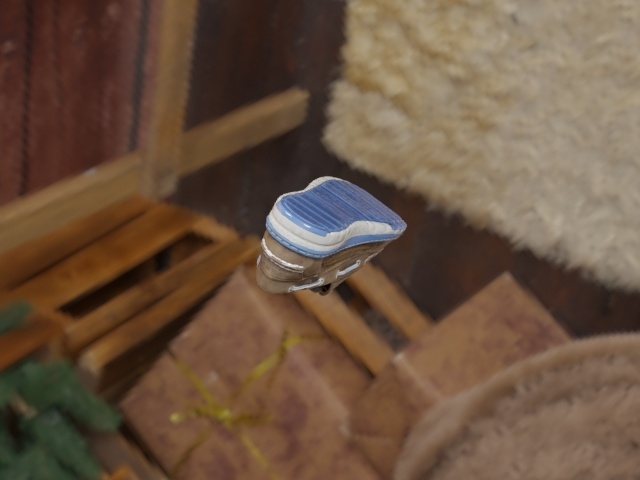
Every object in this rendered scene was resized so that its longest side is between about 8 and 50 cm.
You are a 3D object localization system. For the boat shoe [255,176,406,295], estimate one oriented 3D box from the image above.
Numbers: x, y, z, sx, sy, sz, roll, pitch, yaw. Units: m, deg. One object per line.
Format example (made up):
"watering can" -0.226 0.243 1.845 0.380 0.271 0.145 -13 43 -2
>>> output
"boat shoe" 0.000 0.000 1.265 0.066 0.183 0.066 37 108 19
